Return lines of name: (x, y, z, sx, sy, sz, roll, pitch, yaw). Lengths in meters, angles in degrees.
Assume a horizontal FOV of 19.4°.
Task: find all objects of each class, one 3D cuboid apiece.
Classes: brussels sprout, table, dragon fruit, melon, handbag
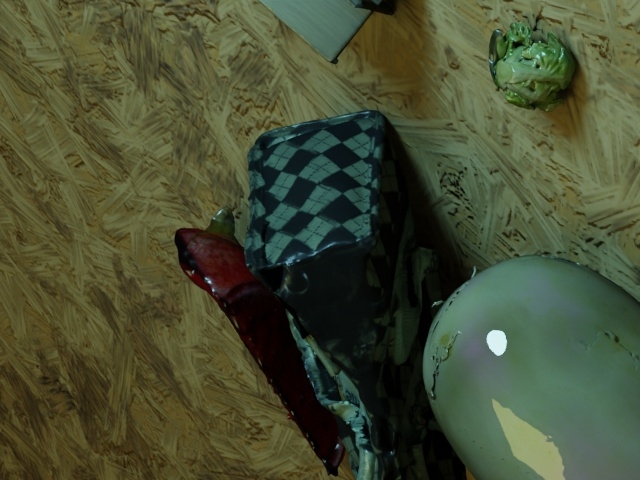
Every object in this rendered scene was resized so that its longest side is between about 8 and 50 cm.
brussels sprout: (0.180, -0.154, 1.651, 0.085, 0.058, 0.085, 33, 130, 52)
table: (-0.029, -0.286, 1.752, 0.226, 0.167, 0.167, 41, 148, 9)
dragon fruit: (-0.071, 0.081, 2.171, 0.282, 0.100, 0.343, 48, 172, 48)
melon: (0.229, 0.152, 1.701, 0.317, 0.223, 0.223, 49, 149, 15)
handbag: (0.053, 0.117, 1.869, 0.317, 0.180, 0.416, -93, -13, -62)
